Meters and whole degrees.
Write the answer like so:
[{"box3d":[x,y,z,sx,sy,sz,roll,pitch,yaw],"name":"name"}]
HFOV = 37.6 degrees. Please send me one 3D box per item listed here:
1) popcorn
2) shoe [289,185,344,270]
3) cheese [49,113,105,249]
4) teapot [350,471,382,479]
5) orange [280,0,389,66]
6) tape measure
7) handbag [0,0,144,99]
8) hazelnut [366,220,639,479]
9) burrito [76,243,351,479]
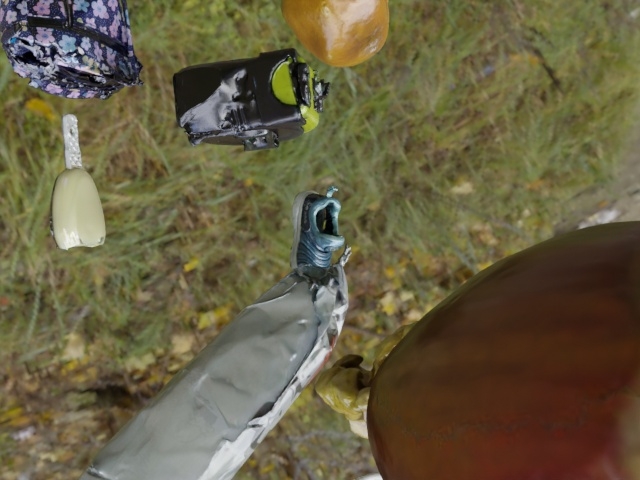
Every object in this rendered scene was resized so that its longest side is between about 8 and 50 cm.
[{"box3d":[0.154,0.235,1.352,0.225,0.332,0.265,-54,154,-49],"name":"popcorn"},{"box3d":[0.000,0.000,1.250,0.064,0.142,0.071,14,162,-43],"name":"shoe"},{"box3d":[-0.456,-0.109,1.740,0.054,0.251,0.127,-5,180,21],"name":"cheese"},{"box3d":[-0.015,0.324,1.105,0.226,0.092,0.145,-9,166,-3],"name":"teapot"},{"box3d":[0.024,-0.419,1.619,0.183,0.249,0.249,-1,161,8],"name":"orange"},{"box3d":[-0.084,-0.178,1.240,0.199,0.112,0.186,-4,179,11],"name":"tape measure"},{"box3d":[-0.338,-0.295,1.256,0.127,0.207,0.229,-13,169,34],"name":"handbag"},{"box3d":[0.225,0.150,0.736,0.366,0.365,0.366,-23,159,-9],"name":"hazelnut"},{"box3d":[-0.094,0.170,1.086,0.445,0.139,0.101,-45,149,-17],"name":"burrito"}]
